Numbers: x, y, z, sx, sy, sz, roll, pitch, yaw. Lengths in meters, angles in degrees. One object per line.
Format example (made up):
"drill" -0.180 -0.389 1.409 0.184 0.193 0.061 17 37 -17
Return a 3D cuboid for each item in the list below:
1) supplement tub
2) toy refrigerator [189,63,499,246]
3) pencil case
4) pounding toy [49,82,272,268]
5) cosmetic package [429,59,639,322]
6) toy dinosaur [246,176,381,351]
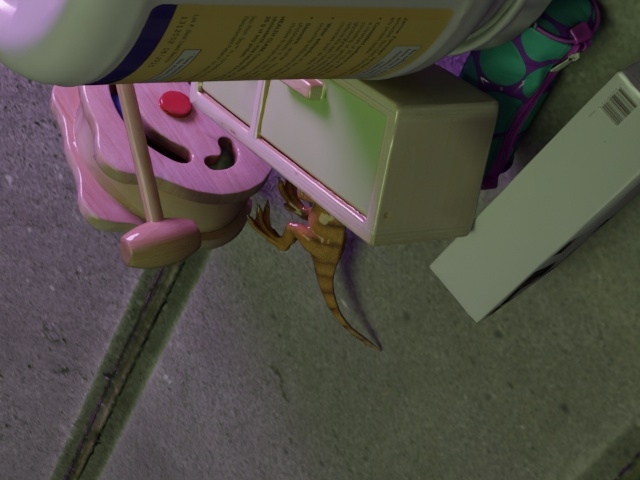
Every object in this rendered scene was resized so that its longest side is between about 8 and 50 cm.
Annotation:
"supplement tub" -0.031 -0.214 0.857 0.241 0.331 0.241 11 103 54
"toy refrigerator" 0.003 -0.100 1.044 0.269 0.094 0.102 41 128 48
"pencil case" 0.133 -0.110 0.999 0.070 0.064 0.152 60 144 28
"pounding toy" -0.118 -0.095 1.198 0.155 0.154 0.269 -61 41 45
"cosmetic package" 0.177 -0.039 0.974 0.060 0.099 0.239 49 140 8
"toy dinosaur" 0.000 0.000 1.206 0.112 0.064 0.211 29 132 29
